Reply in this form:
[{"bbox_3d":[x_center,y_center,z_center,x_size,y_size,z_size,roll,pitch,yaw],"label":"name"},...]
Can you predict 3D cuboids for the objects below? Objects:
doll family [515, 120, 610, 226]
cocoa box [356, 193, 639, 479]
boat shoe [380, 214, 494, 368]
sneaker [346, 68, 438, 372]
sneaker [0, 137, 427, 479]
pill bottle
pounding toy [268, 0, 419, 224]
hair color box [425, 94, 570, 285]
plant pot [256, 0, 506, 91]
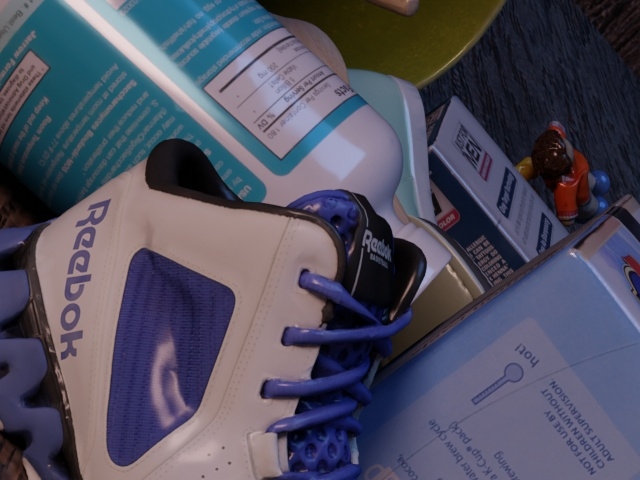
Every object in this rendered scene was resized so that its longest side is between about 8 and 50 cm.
[{"bbox_3d":[0.183,0.028,1.595,0.163,0.118,0.263,33,42,-61],"label":"doll family"},{"bbox_3d":[0.158,0.186,0.956,0.347,0.231,0.228,53,17,4],"label":"cocoa box"},{"bbox_3d":[0.099,0.085,1.129,0.069,0.081,0.227,-18,79,-58],"label":"boat shoe"},{"bbox_3d":[0.000,0.000,1.211,0.151,0.094,0.256,9,56,-29],"label":"sneaker"},{"bbox_3d":[-0.025,0.078,0.790,0.127,0.182,0.315,16,39,-60],"label":"sneaker"},{"bbox_3d":[-0.061,-0.047,0.946,0.264,0.146,0.146,43,17,4],"label":"pill bottle"},{"bbox_3d":[-0.037,-0.082,1.074,0.154,0.155,0.269,-2,61,-40],"label":"pounding toy"},{"bbox_3d":[0.162,0.071,1.414,0.347,0.105,0.174,50,17,-7],"label":"hair color box"},{"bbox_3d":[-0.035,-0.275,1.418,0.275,0.275,0.293,36,7,-42],"label":"plant pot"}]
